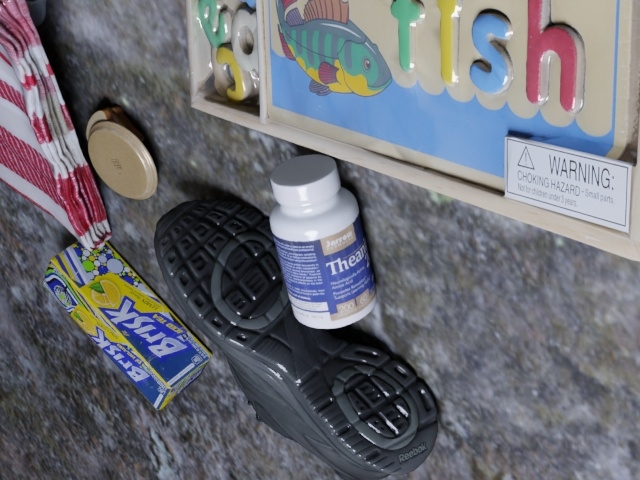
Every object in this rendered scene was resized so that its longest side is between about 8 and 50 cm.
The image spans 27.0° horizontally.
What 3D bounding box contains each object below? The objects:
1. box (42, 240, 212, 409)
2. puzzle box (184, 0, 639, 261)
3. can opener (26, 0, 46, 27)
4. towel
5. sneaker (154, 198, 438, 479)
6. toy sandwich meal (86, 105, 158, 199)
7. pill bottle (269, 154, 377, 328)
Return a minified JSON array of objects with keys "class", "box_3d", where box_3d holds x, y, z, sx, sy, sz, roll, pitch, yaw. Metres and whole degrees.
[{"class":"box","box_3d":[-0.183,0.075,1.252,0.169,0.059,0.054,46,145,10]},{"class":"puzzle box","box_3d":[0.042,-0.169,0.678,0.409,0.052,0.272,23,119,53]},{"class":"can opener","box_3d":[-0.339,-0.261,1.127,0.283,0.076,0.095,31,135,27]},{"class":"towel","box_3d":[-0.302,-0.139,1.153,0.237,0.037,0.329,34,155,26]},{"class":"sneaker","box_3d":[-0.038,0.092,1.080,0.286,0.109,0.130,49,150,8]},{"class":"toy sandwich meal","box_3d":[-0.167,-0.074,1.140,0.086,0.029,0.085,25,137,26]},{"class":"pill bottle","box_3d":[0.000,0.000,0.988,0.067,0.067,0.120,14,130,40]}]
